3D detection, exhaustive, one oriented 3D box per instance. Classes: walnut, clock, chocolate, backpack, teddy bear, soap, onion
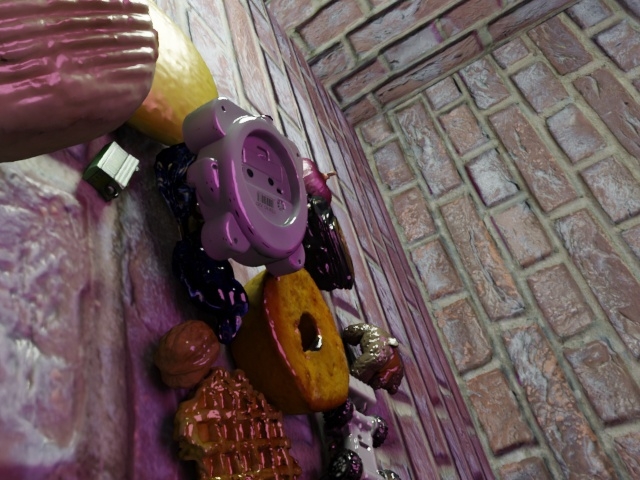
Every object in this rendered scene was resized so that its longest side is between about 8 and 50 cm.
[{"bbox_3d":[-0.172,0.146,0.602,0.096,0.083,0.078,-60,149,-73],"label":"walnut"},{"bbox_3d":[-0.105,-0.076,0.731,0.228,0.090,0.247,22,56,-52],"label":"clock"},{"bbox_3d":[-0.189,-0.003,0.742,0.148,0.126,0.343,115,-35,-64],"label":"chocolate"},{"bbox_3d":[0.000,0.000,1.165,0.206,0.133,0.258,-69,147,-82],"label":"backpack"},{"bbox_3d":[0.154,0.316,1.232,0.177,0.140,0.190,-101,166,-50],"label":"teddy bear"},{"bbox_3d":[-0.328,-0.323,0.770,0.427,0.115,0.305,36,32,-45],"label":"soap"},{"bbox_3d":[-0.039,-0.152,1.326,0.177,0.154,0.177,37,40,-40],"label":"onion"}]

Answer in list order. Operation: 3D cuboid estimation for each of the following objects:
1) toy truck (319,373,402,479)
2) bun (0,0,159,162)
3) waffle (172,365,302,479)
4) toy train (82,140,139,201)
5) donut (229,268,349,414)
[{"bbox_3d":[0.057,0.382,0.870,0.136,0.111,0.285,38,23,-23],"label":"toy truck"},{"bbox_3d":[-0.328,-0.245,0.451,0.361,0.213,0.360,2,90,-69],"label":"bun"},{"bbox_3d":[-0.105,0.301,0.608,0.291,0.051,0.291,53,20,-30],"label":"waffle"},{"bbox_3d":[-0.298,-0.100,0.670,0.056,0.038,0.093,45,24,-30],"label":"toy train"},{"bbox_3d":[-0.057,0.178,0.842,0.302,0.110,0.302,56,18,-29],"label":"donut"}]
